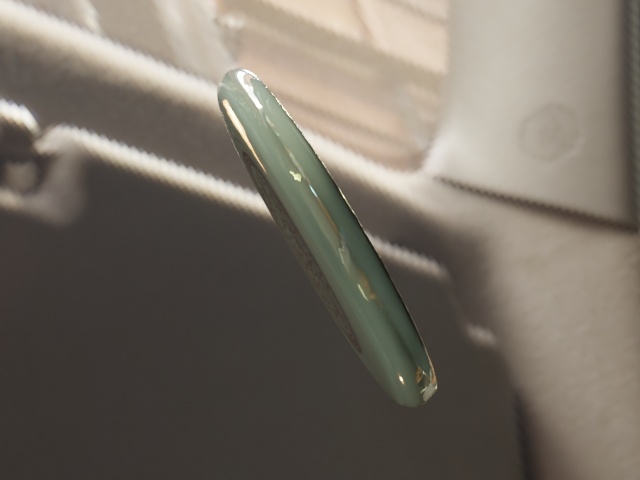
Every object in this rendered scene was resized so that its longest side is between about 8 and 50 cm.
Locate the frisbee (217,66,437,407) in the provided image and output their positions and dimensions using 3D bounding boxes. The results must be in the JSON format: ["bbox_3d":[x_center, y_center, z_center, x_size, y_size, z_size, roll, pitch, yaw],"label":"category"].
[{"bbox_3d":[0.000,0.000,0.550,0.110,0.014,0.110,58,175,7],"label":"frisbee"}]
